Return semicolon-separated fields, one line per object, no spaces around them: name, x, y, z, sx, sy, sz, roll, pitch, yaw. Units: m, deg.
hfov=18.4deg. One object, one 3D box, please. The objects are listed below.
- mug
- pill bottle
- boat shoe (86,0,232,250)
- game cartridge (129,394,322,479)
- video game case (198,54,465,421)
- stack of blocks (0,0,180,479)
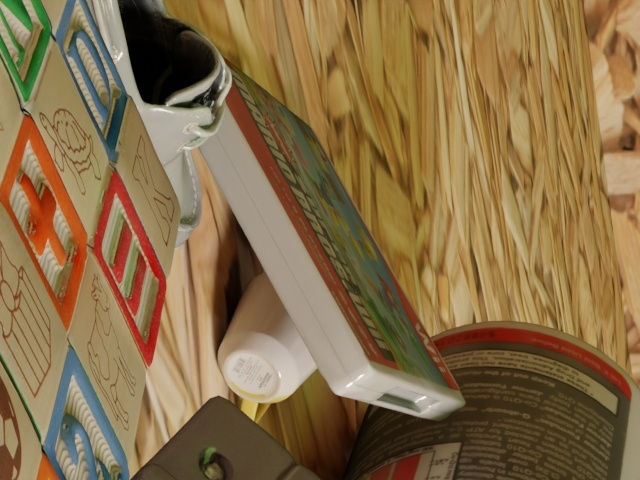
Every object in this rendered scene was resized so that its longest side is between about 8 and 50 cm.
mug;-0.024;0.065;1.100;0.064;0.062;0.078;-56;133;-54
pill bottle;0.096;0.221;1.206;0.363;0.210;0.210;-65;147;-60
boat shoe;-0.084;-0.068;0.877;0.227;0.081;0.079;66;25;-50
game cartridge;-0.025;0.200;0.507;0.068;0.230;0.355;-57;174;33
video game case;0.000;0.000;1.078;0.204;0.025;0.285;61;7;13
stack of blocks;-0.114;0.012;0.446;0.297;0.087;0.171;-87;159;-57
